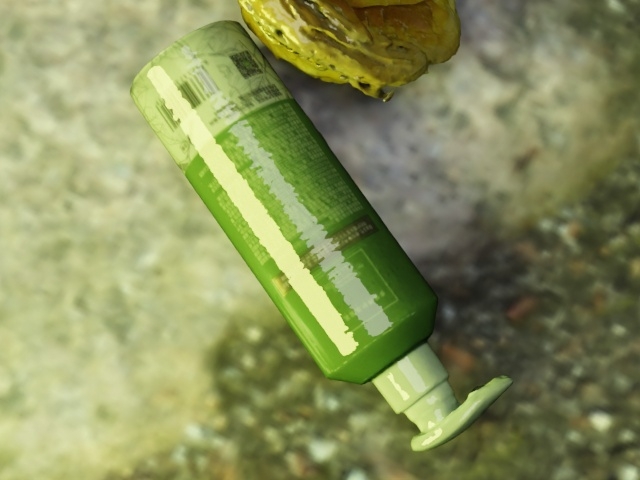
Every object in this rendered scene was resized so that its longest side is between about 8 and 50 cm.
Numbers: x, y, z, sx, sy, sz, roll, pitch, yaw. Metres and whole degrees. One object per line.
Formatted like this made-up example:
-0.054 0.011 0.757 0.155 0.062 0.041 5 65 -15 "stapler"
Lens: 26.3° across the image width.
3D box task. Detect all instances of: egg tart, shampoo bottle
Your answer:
0.005 -0.111 0.605 0.130 0.052 0.130 22 47 -26 "egg tart"
0.000 0.000 0.595 0.065 0.065 0.204 -34 82 -8 "shampoo bottle"
